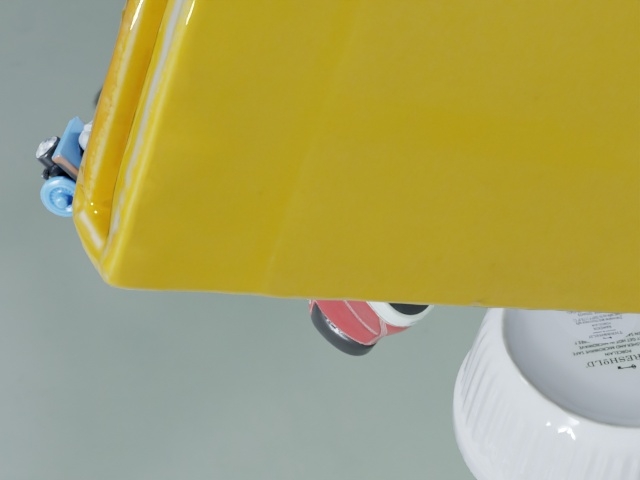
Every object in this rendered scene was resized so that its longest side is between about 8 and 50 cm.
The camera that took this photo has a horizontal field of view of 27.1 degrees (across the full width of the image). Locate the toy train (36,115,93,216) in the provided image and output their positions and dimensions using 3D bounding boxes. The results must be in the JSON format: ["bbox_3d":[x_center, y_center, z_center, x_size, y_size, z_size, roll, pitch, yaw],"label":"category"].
[{"bbox_3d":[-0.169,-0.039,1.205,0.184,0.105,0.080,44,29,-23],"label":"toy train"}]

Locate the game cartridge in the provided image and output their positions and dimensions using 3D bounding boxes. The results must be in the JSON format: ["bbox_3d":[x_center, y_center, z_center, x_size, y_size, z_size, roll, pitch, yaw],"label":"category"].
[{"bbox_3d":[0.107,-0.104,0.431,0.324,0.285,0.052,4,30,-32],"label":"game cartridge"}]

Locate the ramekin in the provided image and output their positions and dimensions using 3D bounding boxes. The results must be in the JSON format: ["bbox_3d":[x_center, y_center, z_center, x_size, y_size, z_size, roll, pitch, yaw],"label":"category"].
[{"bbox_3d":[0.203,0.103,0.964,0.207,0.109,0.207,1,47,-1],"label":"ramekin"}]

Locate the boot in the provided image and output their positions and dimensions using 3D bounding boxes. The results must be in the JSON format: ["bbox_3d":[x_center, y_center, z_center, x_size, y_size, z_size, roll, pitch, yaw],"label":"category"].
[{"bbox_3d":[0.000,0.000,1.343,0.088,0.176,0.244,-29,84,-29],"label":"boot"}]
